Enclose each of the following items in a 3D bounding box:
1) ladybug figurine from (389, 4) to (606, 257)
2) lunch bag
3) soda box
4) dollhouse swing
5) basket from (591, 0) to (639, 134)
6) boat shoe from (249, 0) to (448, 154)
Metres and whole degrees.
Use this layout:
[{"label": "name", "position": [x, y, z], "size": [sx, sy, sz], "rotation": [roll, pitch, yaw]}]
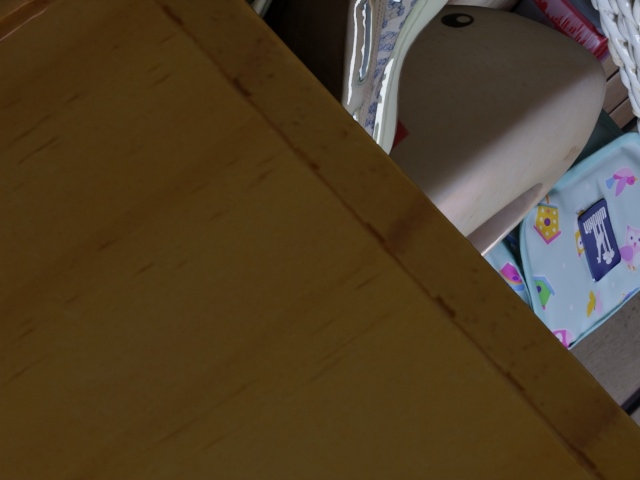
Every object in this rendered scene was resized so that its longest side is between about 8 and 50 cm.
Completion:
[{"label": "ladybug figurine", "position": [0.000, 0.000, 1.150], "size": [0.449, 0.162, 0.305], "rotation": [-45, 171, 14]}, {"label": "lunch bag", "position": [0.163, -0.033, 1.389], "size": [0.223, 0.262, 0.160], "rotation": [-33, 168, -42]}, {"label": "soda box", "position": [0.199, -0.160, 1.531], "size": [0.092, 0.083, 0.263], "rotation": [-36, 170, -35]}, {"label": "dollhouse swing", "position": [-0.067, 0.093, 0.671], "size": [0.305, 0.347, 0.315], "rotation": [-43, 172, -2]}, {"label": "basket", "position": [0.404, -0.209, 1.228], "size": [0.331, 0.266, 0.328], "rotation": [-41, 136, -9]}, {"label": "boat shoe", "position": [-0.009, -0.096, 0.885], "size": [0.089, 0.104, 0.285], "rotation": [-30, 156, -38]}]
